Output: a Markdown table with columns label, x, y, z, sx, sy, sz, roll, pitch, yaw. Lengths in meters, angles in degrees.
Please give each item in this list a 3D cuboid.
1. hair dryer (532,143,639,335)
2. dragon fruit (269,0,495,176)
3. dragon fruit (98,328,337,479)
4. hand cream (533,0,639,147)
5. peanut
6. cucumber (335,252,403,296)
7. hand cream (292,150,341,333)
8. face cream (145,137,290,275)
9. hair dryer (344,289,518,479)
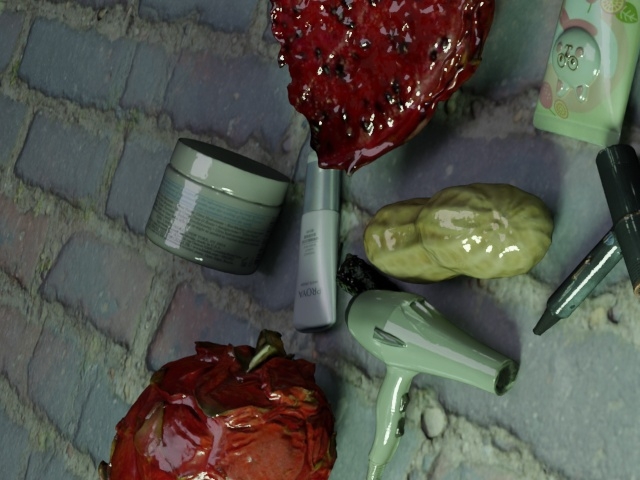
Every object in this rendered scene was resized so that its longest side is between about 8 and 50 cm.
| label | x | y | z | sx | sy | sz | roll | pitch | yaw |
| --- | --- | --- | --- | --- | --- | --- | --- | --- | --- |
| hair dryer | 0.283 | 0.017 | 1.473 | 0.195 | 0.050 | 0.173 | -43 | 41 | 41 |
| dragon fruit | 0.133 | -0.257 | 1.775 | 0.329 | 0.228 | 0.286 | -10 | 99 | 32 |
| dragon fruit | -0.126 | 0.273 | 1.744 | 0.343 | 0.277 | 0.277 | -59 | 36 | 16 |
| hand cream | 0.316 | -0.261 | 1.523 | 0.147 | 0.093 | 0.306 | 24 | 105 | 56 |
| peanut | 0.147 | -0.005 | 1.599 | 0.274 | 0.125 | 0.111 | -11 | 69 | 52 |
| cucumber | 0.075 | 0.070 | 1.743 | 0.181 | 0.053 | 0.053 | 39 | 108 | 52 |
| hand cream | 0.000 | 0.000 | 1.877 | 0.079 | 0.048 | 0.255 | -17 | 63 | 50 |
| face cream | -0.150 | -0.048 | 1.998 | 0.177 | 0.177 | 0.153 | 36 | 107 | 55 |
| hair dryer | 0.129 | 0.191 | 1.601 | 0.229 | 0.092 | 0.267 | -1 | 95 | 44 |
